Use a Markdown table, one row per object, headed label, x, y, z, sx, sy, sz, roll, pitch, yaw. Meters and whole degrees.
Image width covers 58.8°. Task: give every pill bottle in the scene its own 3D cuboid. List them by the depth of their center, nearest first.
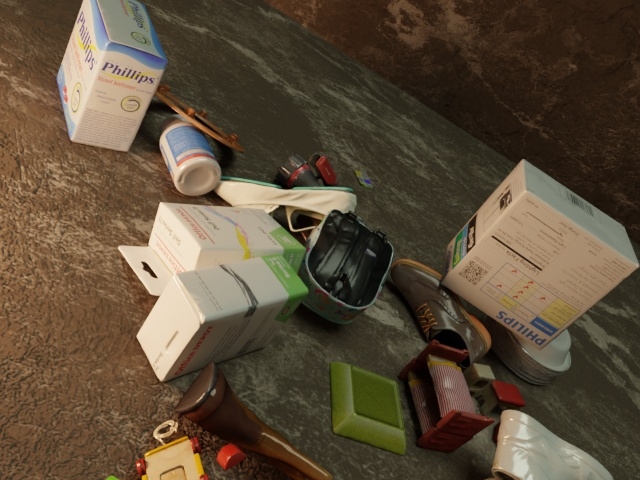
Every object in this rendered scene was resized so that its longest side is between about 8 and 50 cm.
| label | x | y | z | sx | sy | sz | roll | pitch | yaw |
| --- | --- | --- | --- | --- | --- | --- | --- | --- | --- |
| pill bottle | -0.350 | -0.231 | 1.490 | 0.124 | 0.124 | 0.222 | 6 | 42 | -40 |

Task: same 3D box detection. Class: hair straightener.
| label | x | y | z | sx | sy | sz | roll | pitch | yaw |
| --- | --- | --- | --- | --- | --- | --- | --- | --- | --- |
| hair straightener | 0.029 | -0.193 | 1.800 | 0.089 | 0.047 | 0.230 | 36 | -9 | 46 |

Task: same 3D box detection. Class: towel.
| label | x | y | z | sx | sy | sz | roll | pitch | yaw |
| --- | --- | --- | --- | --- | --- | --- | --- | --- | --- |
| towel | 0.159 | -0.224 | 2.081 | 0.060 | 0.009 | 0.083 | 16 | 38 | -32 |

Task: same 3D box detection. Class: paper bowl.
| label | x | y | z | sx | sy | sz | roll | pitch | yaw |
| --- | --- | --- | --- | --- | --- | --- | --- | --- | --- |
| paper bowl | 0.665 | 0.298 | 1.787 | 0.284 | 0.148 | 0.284 | 24 | 36 | -19 |

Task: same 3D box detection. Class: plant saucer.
| label | x | y | z | sx | sy | sz | roll | pitch | yaw |
| --- | --- | --- | --- | --- | --- | --- | --- | --- | --- |
| plant saucer | 0.114 | 0.362 | 1.269 | 0.188 | 0.045 | 0.188 | 24 | 35 | -20 |

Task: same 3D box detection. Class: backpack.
| label | x | y | z | sx | sy | sz | roll | pitch | yaw |
| --- | --- | --- | --- | --- | --- | --- | --- | --- | --- |
| backpack | 0.044 | 0.078 | 1.413 | 0.225 | 0.191 | 0.254 | 33 | 43 | -9 |

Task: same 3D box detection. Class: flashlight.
| label | x | y | z | sx | sy | sz | roll | pitch | yaw |
| --- | --- | --- | --- | --- | --- | --- | --- | --- | --- |
| flashlight | 0.002 | -0.129 | 1.728 | 0.304 | 0.103 | 0.103 | 44 | 54 | 9 |

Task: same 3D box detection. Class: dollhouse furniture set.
| label | x | y | z | sx | sy | sz | roll | pitch | yaw |
| --- | --- | --- | --- | --- | --- | --- | --- | --- | --- |
| dollhouse furniture set | 0.392 | 0.400 | 1.388 | 0.374 | 0.152 | 0.201 | 19 | 37 | -27 |

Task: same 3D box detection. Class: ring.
| label | x | y | z | sx | sy | sz | roll | pitch | yaw |
| --- | --- | --- | --- | --- | --- | --- | --- | --- | --- |
| ring | -0.351 | -0.357 | 1.607 | 0.336 | 0.032 | 0.336 | 35 | 6 | -4 |

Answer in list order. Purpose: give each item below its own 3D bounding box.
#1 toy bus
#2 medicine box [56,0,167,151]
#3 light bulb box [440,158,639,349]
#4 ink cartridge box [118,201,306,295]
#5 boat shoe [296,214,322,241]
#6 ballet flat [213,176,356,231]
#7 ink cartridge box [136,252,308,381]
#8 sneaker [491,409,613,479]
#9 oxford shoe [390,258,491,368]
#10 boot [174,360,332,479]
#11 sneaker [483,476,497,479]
| label | x | y | z | sx | sy | sz | roll | pitch | yaw |
| --- | --- | --- | --- | --- | --- | --- | --- | --- | --- |
| toy bus | -0.215 | 0.387 | 0.864 | 0.202 | 0.190 | 0.105 | -41 | 124 | -56 |
| medicine box | -0.525 | -0.421 | 1.407 | 0.149 | 0.289 | 0.264 | 6 | 44 | -40 |
| light bulb box | 0.588 | 0.042 | 1.577 | 0.357 | 0.361 | 0.225 | 34 | 33 | -2 |
| ink cartridge box | -0.234 | 0.016 | 1.255 | 0.353 | 0.119 | 0.207 | 0 | 30 | -43 |
| boat shoe | 0.000 | 0.000 | 1.587 | 0.207 | 0.073 | 0.073 | 47 | 31 | 16 |
| ballet flat | -0.100 | -0.091 | 1.527 | 0.400 | 0.139 | 0.139 | 5 | 39 | -6 |
| ink cartridge box | -0.187 | 0.144 | 1.109 | 0.272 | 0.198 | 0.115 | -9 | 54 | -50 |
| sneaker | 0.493 | 0.516 | 1.226 | 0.292 | 0.108 | 0.169 | 33 | 56 | -5 |
| oxford shoe | 0.325 | 0.201 | 1.604 | 0.363 | 0.130 | 0.132 | 45 | 39 | 11 |
| boot | -0.106 | 0.329 | 0.937 | 0.280 | 0.264 | 0.096 | 37 | 60 | 0 |
| sneaker | 0.439 | 0.557 | 1.280 | 0.123 | 0.106 | 0.290 | 48 | 35 | 12 |
